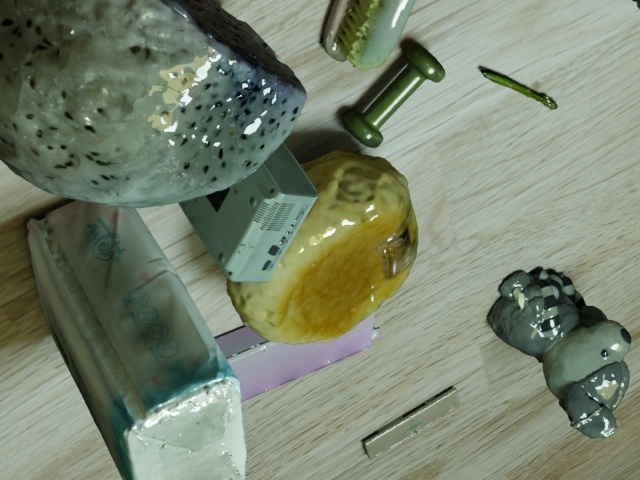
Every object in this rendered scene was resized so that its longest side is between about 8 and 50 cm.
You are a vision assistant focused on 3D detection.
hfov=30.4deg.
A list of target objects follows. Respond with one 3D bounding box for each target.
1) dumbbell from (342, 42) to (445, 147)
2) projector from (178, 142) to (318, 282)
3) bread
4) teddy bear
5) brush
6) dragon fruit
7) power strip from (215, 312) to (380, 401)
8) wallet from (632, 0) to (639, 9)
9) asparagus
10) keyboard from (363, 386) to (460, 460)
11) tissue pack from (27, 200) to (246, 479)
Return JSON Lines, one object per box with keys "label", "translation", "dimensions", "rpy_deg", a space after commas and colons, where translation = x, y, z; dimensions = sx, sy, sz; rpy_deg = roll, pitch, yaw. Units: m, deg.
{"label": "dumbbell", "translation": [0.076, -0.150, 1.231], "dimensions": [0.118, 0.046, 0.052], "rpy_deg": [-47, 149, 15]}
{"label": "projector", "translation": [-0.080, -0.049, 1.128], "dimensions": [0.061, 0.147, 0.115], "rpy_deg": [4, 129, -42]}
{"label": "bread", "translation": [0.000, 0.000, 1.269], "dimensions": [0.244, 0.134, 0.244], "rpy_deg": [-26, 145, -19]}
{"label": "teddy bear", "translation": [0.372, 0.151, 1.685], "dimensions": [0.144, 0.251, 0.171], "rpy_deg": [-50, 157, 21]}
{"label": "brush", "translation": [0.087, -0.285, 1.073], "dimensions": [0.072, 0.067, 0.313], "rpy_deg": [-4, 132, -36]}
{"label": "dragon fruit", "translation": [-0.161, -0.115, 0.929], "dimensions": [0.204, 0.221, 0.283], "rpy_deg": [-51, 145, 10]}
{"label": "power strip", "translation": [-0.052, 0.137, 1.461], "dimensions": [0.279, 0.037, 0.109], "rpy_deg": [-21, 142, -20]}
{"label": "wallet", "translation": [0.472, -0.374, 1.322], "dimensions": [0.146, 0.030, 0.285], "rpy_deg": [4, 128, -39]}
{"label": "asparagus", "translation": [0.231, -0.174, 1.362], "dimensions": [0.166, 0.013, 0.016], "rpy_deg": [12, 81, -48]}
{"label": "keyboard", "translation": [0.140, 0.279, 1.808], "dimensions": [0.166, 0.017, 0.055], "rpy_deg": [-29, 140, -9]}
{"label": "tissue pack", "translation": [-0.176, 0.110, 1.123], "dimensions": [0.124, 0.271, 0.201], "rpy_deg": [-21, 143, -21]}
